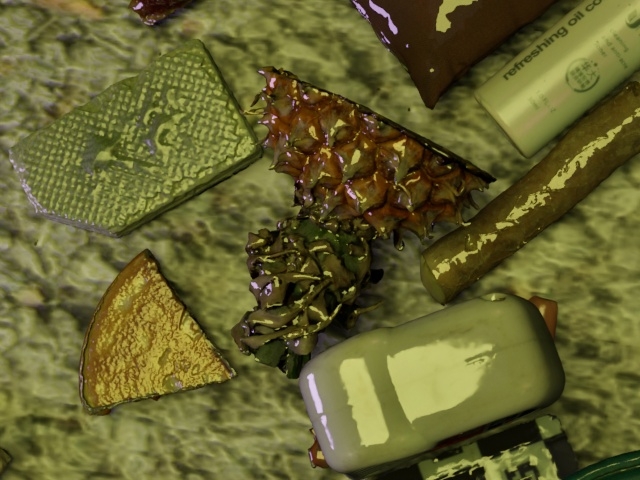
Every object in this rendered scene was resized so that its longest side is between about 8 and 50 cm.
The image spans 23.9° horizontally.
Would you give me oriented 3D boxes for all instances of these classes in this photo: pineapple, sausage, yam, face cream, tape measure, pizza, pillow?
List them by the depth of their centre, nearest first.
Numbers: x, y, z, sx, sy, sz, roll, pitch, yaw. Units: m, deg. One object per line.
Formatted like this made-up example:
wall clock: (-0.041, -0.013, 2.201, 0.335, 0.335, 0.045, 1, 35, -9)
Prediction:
tape measure: (0.095, 0.137, 1.431, 0.265, 0.258, 0.130, -21, 78, 1)
pineapple: (0.000, 0.000, 1.472, 0.262, 0.262, 0.271, 28, 96, 15)
face cream: (0.299, -0.211, 1.508, 0.311, 0.092, 0.092, -39, 76, 5)
sausage: (0.217, 0.097, 1.515, 0.034, 0.034, 0.083, 7, 87, 14)
yam: (0.222, -0.046, 1.518, 0.300, 0.066, 0.066, -40, 76, 4)
pillow: (0.145, -0.339, 1.547, 0.305, 0.108, 0.308, -36, 73, 5)
pizza: (-0.164, 0.104, 1.600, 0.176, 0.036, 0.184, 8, 83, 12)

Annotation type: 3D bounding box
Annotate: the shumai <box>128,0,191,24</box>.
shumai: (-0.165, -0.304, 1.614, 0.139, 0.123, 0.105, -35, 88, -7)

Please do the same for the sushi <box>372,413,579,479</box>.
sushi: (0.135, 0.396, 1.473, 0.343, 0.064, 0.359, -20, 74, -3)

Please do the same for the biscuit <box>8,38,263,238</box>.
biscuit: (-0.202, -0.096, 1.626, 0.252, 0.052, 0.150, -28, 78, 8)

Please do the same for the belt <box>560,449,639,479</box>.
belt: (0.355, 0.339, 1.361, 0.437, 0.173, 0.300, 1, 75, 1)

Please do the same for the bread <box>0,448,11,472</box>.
bread: (-0.432, 0.267, 1.626, 0.139, 0.060, 0.178, 39, 93, 15)
